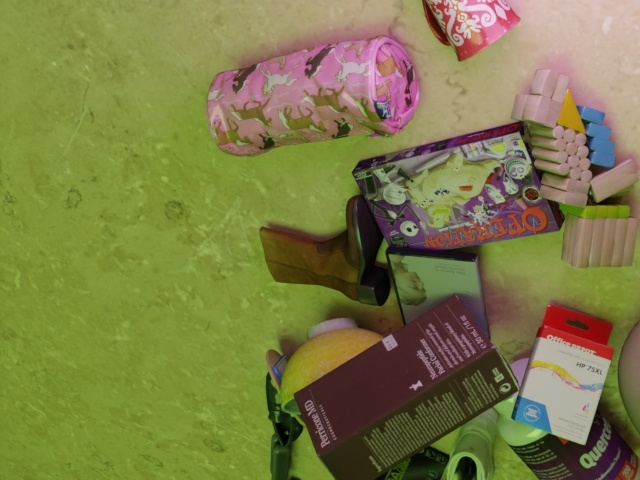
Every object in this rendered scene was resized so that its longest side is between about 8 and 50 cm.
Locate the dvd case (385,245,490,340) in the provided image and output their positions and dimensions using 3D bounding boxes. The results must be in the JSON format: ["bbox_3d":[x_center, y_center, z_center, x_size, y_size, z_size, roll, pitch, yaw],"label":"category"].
[{"bbox_3d":[0.236,0.113,1.797,0.180,0.022,0.253,5,136,23],"label":"dvd case"}]

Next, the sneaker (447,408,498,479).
[{"bbox_3d":[0.322,0.517,2.000,0.108,0.169,0.292,14,132,19],"label":"sneaker"}]

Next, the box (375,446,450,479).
[{"bbox_3d":[0.181,0.538,2.084,0.184,0.191,0.045,26,135,12],"label":"box"}]

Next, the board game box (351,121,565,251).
[{"bbox_3d":[0.246,-0.084,1.654,0.347,0.056,0.208,-11,122,36],"label":"board game box"}]

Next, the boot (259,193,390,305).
[{"bbox_3d":[0.000,0.000,1.861,0.280,0.096,0.264,14,138,31],"label":"boot"}]

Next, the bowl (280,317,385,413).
[{"bbox_3d":[0.042,0.259,1.947,0.289,0.289,0.156,-37,58,44],"label":"bowl"}]

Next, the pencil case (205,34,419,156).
[{"bbox_3d":[-0.023,-0.248,1.608,0.386,0.167,0.160,-4,158,33],"label":"pencil case"}]

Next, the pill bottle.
[{"bbox_3d":[0.479,0.391,1.796,0.323,0.181,0.181,48,134,-11],"label":"pill bottle"}]

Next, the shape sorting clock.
[{"bbox_3d":[-0.070,0.344,2.086,0.040,0.206,0.206,-32,107,12],"label":"shape sorting clock"}]

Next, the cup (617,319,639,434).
[{"bbox_3d":[0.663,0.269,1.479,0.331,0.237,0.331,4,106,16],"label":"cup"}]

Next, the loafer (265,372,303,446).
[{"bbox_3d":[-0.094,0.416,2.227,0.076,0.078,0.223,6,127,26],"label":"loafer"}]

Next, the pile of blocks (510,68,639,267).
[{"bbox_3d":[0.422,-0.122,1.497,0.112,0.149,0.362,-142,30,-71],"label":"pile of blocks"}]

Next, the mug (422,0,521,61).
[{"bbox_3d":[0.203,-0.372,1.406,0.150,0.113,0.169,-26,105,40],"label":"mug"}]

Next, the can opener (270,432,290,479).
[{"bbox_3d":[-0.095,0.617,2.408,0.093,0.074,0.280,-7,130,-7],"label":"can opener"}]

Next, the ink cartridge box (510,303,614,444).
[{"bbox_3d":[0.451,0.242,1.662,0.134,0.231,0.078,18,175,9],"label":"ink cartridge box"}]

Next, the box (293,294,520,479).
[{"bbox_3d":[0.157,0.287,1.713,0.381,0.191,0.143,-33,123,2],"label":"box"}]
